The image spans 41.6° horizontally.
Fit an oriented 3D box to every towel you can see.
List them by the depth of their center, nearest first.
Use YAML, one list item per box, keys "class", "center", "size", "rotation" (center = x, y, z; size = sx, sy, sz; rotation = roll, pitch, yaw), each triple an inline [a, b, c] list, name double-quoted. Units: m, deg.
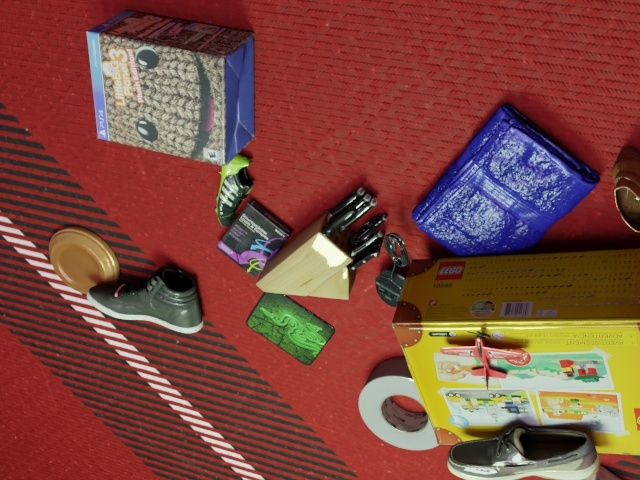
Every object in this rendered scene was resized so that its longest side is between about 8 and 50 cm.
- class: "towel"
  center: [0.335, -0.076, 1.580]
  size: [0.228, 0.076, 0.308]
  rotation: [37, 128, -1]

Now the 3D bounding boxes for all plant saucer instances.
- class: "plant saucer"
  center: [-0.595, 0.058, 2.100]
  size: [0.200, 0.037, 0.199]
  rotation: [11, 124, 17]

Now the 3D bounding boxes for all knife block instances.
- class: "knife block"
  center: [0.000, 0.000, 1.753]
  size: [0.276, 0.088, 0.242]
  rotation: [5, 124, 12]

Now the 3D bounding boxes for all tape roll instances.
- class: "tape roll"
  center: [0.201, 0.374, 1.929]
  size: [0.219, 0.072, 0.219]
  rotation: [11, 124, 16]

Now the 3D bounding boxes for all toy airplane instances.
- class: "toy airplane"
  center: [0.294, 0.213, 1.508]
  size: [0.151, 0.028, 0.151]
  rotation: [13, 135, 13]

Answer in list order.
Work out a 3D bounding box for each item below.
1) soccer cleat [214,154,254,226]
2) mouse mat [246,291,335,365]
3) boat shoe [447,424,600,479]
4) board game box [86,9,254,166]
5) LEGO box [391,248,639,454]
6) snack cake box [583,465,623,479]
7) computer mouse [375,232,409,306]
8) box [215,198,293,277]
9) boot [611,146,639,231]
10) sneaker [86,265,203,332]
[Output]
- class: "soccer cleat"
  center: [-0.183, -0.101, 1.803]
  size: [0.072, 0.060, 0.178]
  rotation: [16, 122, 12]
- class: "mouse mat"
  center: [-0.073, 0.203, 1.982]
  size: [0.190, 0.007, 0.152]
  rotation: [33, 128, 0]
- class: "boat shoe"
  center: [0.378, 0.397, 1.600]
  size: [0.285, 0.102, 0.092]
  rotation: [-4, 125, 21]
- class: "board game box"
  center: [-0.289, -0.303, 1.668]
  size: [0.291, 0.141, 0.232]
  rotation: [13, 125, 16]
- class: "LEGO box"
  center: [0.434, 0.219, 1.614]
  size: [0.501, 0.193, 0.372]
  rotation: [-3, 130, 25]
- class: "snack cake box"
  center: [0.604, 0.638, 1.910]
  size: [0.152, 0.089, 0.264]
  rotation: [34, 128, 2]
- class: "computer mouse"
  center: [0.154, 0.058, 1.731]
  size: [0.071, 0.041, 0.242]
  rotation: [32, 150, 21]
- class: "box"
  center: [-0.148, -0.003, 1.869]
  size: [0.116, 0.029, 0.162]
  rotation: [38, 126, -2]
- class: "boot"
  center: [0.560, -0.053, 1.446]
  size: [0.073, 0.152, 0.197]
  rotation: [-35, 103, 36]
- class: "sneaker"
  center: [-0.419, 0.117, 2.023]
  size: [0.296, 0.104, 0.146]
  rotation: [13, 123, 8]
